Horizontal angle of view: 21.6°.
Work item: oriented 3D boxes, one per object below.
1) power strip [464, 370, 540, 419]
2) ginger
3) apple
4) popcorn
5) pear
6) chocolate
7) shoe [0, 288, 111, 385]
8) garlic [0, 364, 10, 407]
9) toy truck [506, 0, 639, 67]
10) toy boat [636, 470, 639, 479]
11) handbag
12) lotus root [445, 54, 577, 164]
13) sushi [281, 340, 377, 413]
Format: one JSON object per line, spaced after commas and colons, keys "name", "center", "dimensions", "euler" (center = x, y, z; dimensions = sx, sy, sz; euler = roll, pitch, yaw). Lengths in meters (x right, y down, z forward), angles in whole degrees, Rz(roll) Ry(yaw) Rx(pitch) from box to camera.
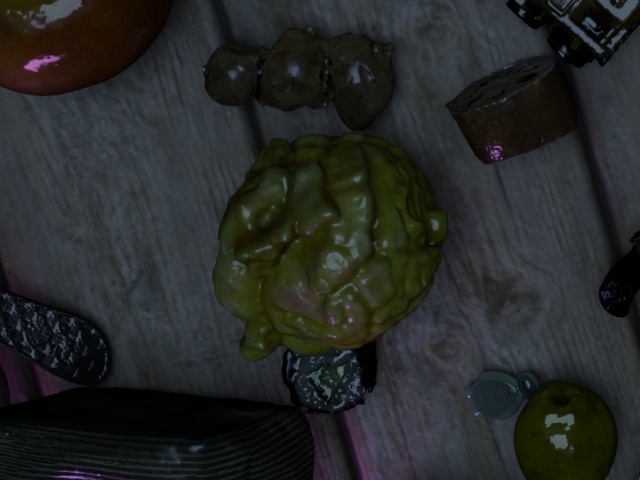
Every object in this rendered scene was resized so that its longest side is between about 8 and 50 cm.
{"name": "power strip", "center": [0.195, 0.159, 1.773], "dimensions": [0.083, 0.035, 0.055], "euler": [-22, 93, 28]}
{"name": "ginger", "center": [-0.024, -0.171, 1.741], "dimensions": [0.204, 0.080, 0.104], "euler": [7, 106, 9]}
{"name": "apple", "center": [-0.262, -0.248, 1.724], "dimensions": [0.234, 0.173, 0.210], "euler": [-2, 59, 21]}
{"name": "popcorn", "center": [0.000, 0.000, 1.676], "dimensions": [0.259, 0.259, 0.212], "euler": [-12, 139, 14]}
{"name": "pear", "center": [0.253, 0.207, 1.728], "dimensions": [0.107, 0.107, 0.131], "euler": [-6, 118, 13]}
{"name": "chocolate", "center": [0.334, 0.010, 1.697], "dimensions": [0.147, 0.072, 0.070], "euler": [-41, 85, 9]}
{"name": "shoe", "center": [-0.315, 0.100, 1.861], "dimensions": [0.179, 0.049, 0.071], "euler": [26, 86, -12]}
{"name": "garlic", "center": [-0.438, 0.174, 1.850], "dimensions": [0.160, 0.214, 0.191], "euler": [33, 81, -27]}
{"name": "toy truck", "center": [0.210, -0.288, 1.650], "dimensions": [0.257, 0.127, 0.127], "euler": [44, 106, 7]}
{"name": "toy boat", "center": [0.392, 0.257, 1.708], "dimensions": [0.141, 0.092, 0.320], "euler": [15, 101, 8]}
{"name": "handbag", "center": [-0.178, 0.282, 1.756], "dimensions": [0.340, 0.247, 0.240], "euler": [0, 97, 26]}
{"name": "lotus root", "center": [0.193, -0.129, 1.682], "dimensions": [0.122, 0.112, 0.081], "euler": [-21, 100, 14]}
{"name": "sushi", "center": [0.014, 0.131, 1.777], "dimensions": [0.094, 0.084, 0.098], "euler": [-1, 94, 16]}
